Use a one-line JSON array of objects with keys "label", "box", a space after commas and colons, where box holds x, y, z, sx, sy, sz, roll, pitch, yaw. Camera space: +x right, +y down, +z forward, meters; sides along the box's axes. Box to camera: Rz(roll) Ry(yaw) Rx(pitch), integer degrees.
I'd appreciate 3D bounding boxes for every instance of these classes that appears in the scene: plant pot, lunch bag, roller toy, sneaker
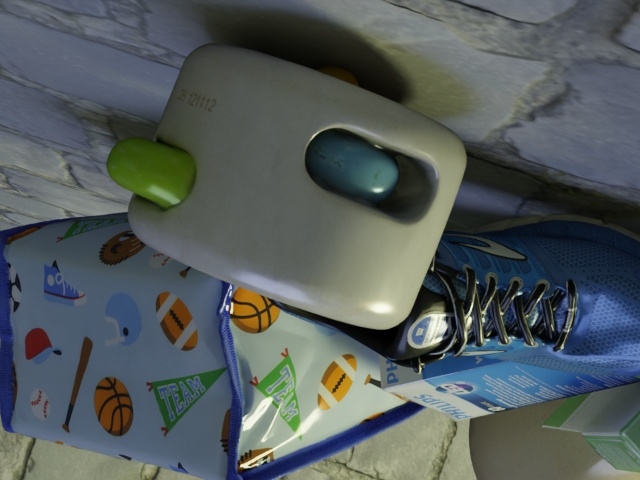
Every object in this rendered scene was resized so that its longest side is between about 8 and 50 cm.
[{"label": "plant pot", "box": [0.327, 0.196, 1.507, 0.257, 0.256, 0.274, 18, 155, -6]}, {"label": "lunch bag", "box": [-0.062, 0.064, 1.305, 0.328, 0.238, 0.385, 8, -169, 41]}, {"label": "roller toy", "box": [-0.011, -0.040, 0.864, 0.191, 0.146, 0.209, 21, -179, 16]}, {"label": "sneaker", "box": [0.109, 0.050, 0.995, 0.330, 0.129, 0.147, 9, -155, 12]}]

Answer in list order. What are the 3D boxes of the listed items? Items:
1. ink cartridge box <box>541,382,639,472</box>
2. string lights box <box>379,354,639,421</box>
[{"label": "ink cartridge box", "box": [0.309, 0.133, 1.259, 0.056, 0.171, 0.235, 46, 170, 1]}, {"label": "string lights box", "box": [0.192, 0.082, 1.148, 0.260, 0.076, 0.133, -16, 154, 30]}]
